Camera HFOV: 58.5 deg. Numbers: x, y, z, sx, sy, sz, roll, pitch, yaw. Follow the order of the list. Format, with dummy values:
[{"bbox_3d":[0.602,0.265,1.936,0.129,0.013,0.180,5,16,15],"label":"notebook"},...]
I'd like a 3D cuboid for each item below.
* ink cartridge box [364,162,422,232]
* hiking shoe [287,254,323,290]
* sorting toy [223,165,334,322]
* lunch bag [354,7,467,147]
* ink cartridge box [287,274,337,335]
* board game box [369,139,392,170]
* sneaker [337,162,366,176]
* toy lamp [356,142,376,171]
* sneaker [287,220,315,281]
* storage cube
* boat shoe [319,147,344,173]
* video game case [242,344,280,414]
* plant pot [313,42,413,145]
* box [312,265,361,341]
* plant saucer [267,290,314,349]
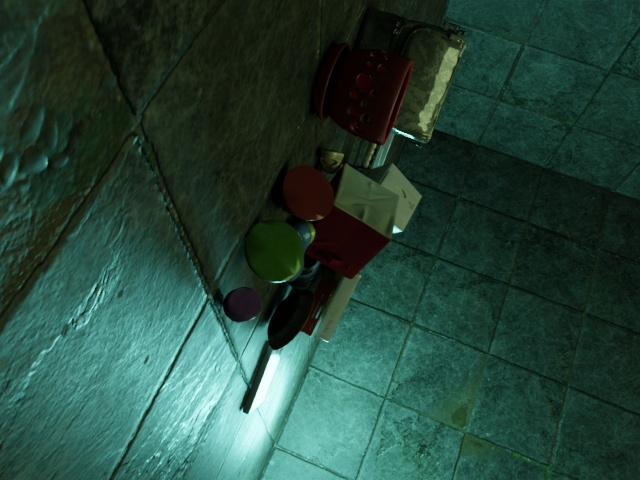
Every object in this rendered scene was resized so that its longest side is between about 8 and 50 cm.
[{"bbox_3d":[0.184,-0.128,1.941,0.233,0.171,0.168,-12,-139,54],"label":"ink cartridge box"},{"bbox_3d":[0.000,0.000,1.663,0.132,0.113,0.304,95,19,-65],"label":"hiking shoe"},{"bbox_3d":[-0.105,0.011,1.188,0.126,0.127,0.365,-22,-145,59],"label":"sorting toy"},{"bbox_3d":[0.210,-0.420,1.474,0.212,0.256,0.305,-38,148,-74],"label":"lunch bag"},{"bbox_3d":[-0.045,0.180,1.708,0.181,0.056,0.225,-64,-164,-7],"label":"ink cartridge box"},{"bbox_3d":[0.258,-0.401,2.527,0.390,0.050,0.390,-25,135,-79],"label":"board game box"},{"bbox_3d":[0.110,-0.217,1.915,0.192,0.086,0.064,-28,138,-78],"label":"sneaker"},{"bbox_3d":[0.200,-0.377,2.143,0.080,0.080,0.274,-28,141,-77],"label":"toy lamp"},{"bbox_3d":[-0.080,0.035,1.462,0.082,0.069,0.209,-24,149,-38],"label":"sneaker"},{"bbox_3d":[0.075,-0.049,1.523,0.193,0.184,0.215,-49,-164,41],"label":"storage cube"},{"bbox_3d":[0.028,-0.205,1.509,0.170,0.063,0.059,0,105,-82],"label":"boat shoe"},{"bbox_3d":[-0.185,0.449,1.906,0.206,0.026,0.227,28,82,-81],"label":"video game case"},{"bbox_3d":[0.089,-0.320,1.230,0.191,0.174,0.191,21,90,-81],"label":"plant pot"},{"bbox_3d":[0.017,0.134,1.780,0.232,0.058,0.322,-65,-160,14],"label":"box"},{"bbox_3d":[-0.095,0.219,1.639,0.198,0.036,0.198,-45,-158,23],"label":"plant saucer"}]
